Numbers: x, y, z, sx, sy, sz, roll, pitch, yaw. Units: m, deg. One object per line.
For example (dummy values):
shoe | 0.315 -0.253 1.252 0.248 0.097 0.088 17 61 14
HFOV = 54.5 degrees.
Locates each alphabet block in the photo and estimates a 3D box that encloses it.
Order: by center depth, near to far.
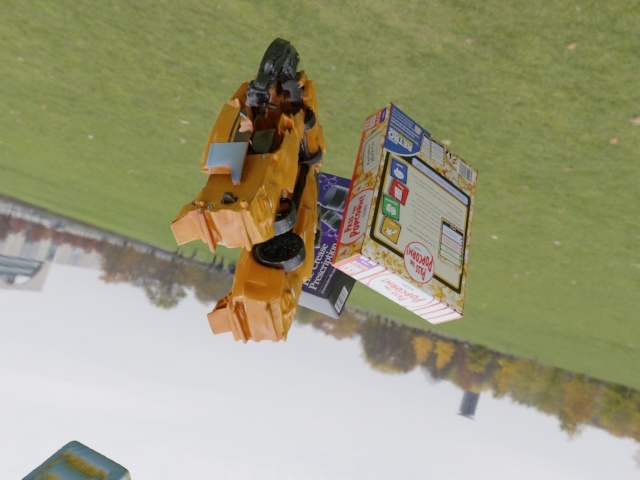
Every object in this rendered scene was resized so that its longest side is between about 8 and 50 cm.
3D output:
alphabet block | -0.477 0.549 1.213 0.192 0.197 0.193 11 -148 35

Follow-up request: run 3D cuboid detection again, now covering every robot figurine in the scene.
robot figurine | -0.050 -0.060 0.586 0.085 0.291 0.211 -3 128 9

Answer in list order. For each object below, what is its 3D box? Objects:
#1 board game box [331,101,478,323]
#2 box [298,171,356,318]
board game box | 0.098 -0.029 0.662 0.147 0.193 0.045 32 145 -26
box | 0.000 0.000 1.258 0.184 0.261 0.103 16 156 26
